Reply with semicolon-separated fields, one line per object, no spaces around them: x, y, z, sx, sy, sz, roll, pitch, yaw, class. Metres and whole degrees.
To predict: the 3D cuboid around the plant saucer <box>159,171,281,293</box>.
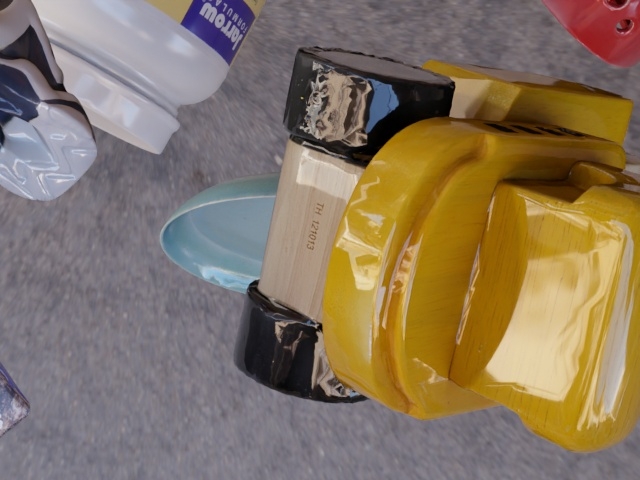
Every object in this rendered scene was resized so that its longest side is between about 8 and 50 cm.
0.000;0.000;1.347;0.317;0.317;0.044;9;69;-9;plant saucer

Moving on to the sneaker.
-0.251;-0.141;0.898;0.094;0.153;0.235;-45;128;11;sneaker

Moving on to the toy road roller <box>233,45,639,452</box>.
0.124;0.014;0.809;0.329;0.240;0.203;-2;110;-48;toy road roller

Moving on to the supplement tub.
-0.152;-0.269;1.185;0.241;0.241;0.331;28;87;-11;supplement tub

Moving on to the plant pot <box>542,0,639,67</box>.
0.295;-0.281;1.244;0.174;0.191;0.191;-35;104;31;plant pot

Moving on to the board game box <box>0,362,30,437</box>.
-0.338;0.105;0.746;0.291;0.232;0.141;-40;114;-12;board game box
